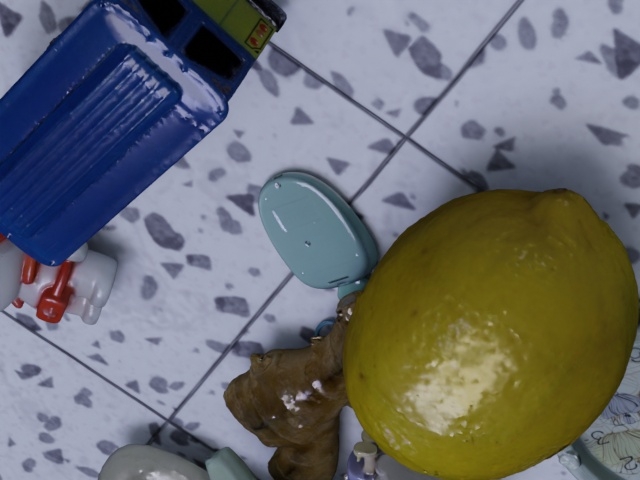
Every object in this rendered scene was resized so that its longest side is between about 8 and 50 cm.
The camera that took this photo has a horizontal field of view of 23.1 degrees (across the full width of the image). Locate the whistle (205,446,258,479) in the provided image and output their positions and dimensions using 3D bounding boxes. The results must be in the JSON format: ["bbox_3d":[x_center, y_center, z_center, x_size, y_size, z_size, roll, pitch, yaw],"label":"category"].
[{"bbox_3d":[-0.042,0.324,1.600,0.102,0.106,0.253,-33,90,14],"label":"whistle"}]

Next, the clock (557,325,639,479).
[{"bbox_3d":[0.325,0.161,1.434,0.237,0.053,0.236,10,129,13],"label":"clock"}]

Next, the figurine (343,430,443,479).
[{"bbox_3d":[0.080,0.305,1.605,0.155,0.127,0.235,15,131,-1],"label":"figurine"}]

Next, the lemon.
[{"bbox_3d":[0.143,0.081,1.326,0.236,0.236,0.263,41,140,-12],"label":"lemon"}]

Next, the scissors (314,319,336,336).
[{"bbox_3d":[0.039,0.077,1.513,0.058,0.014,0.119,33,136,-6],"label":"scissors"}]

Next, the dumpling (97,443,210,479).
[{"bbox_3d":[-0.121,0.371,1.702,0.243,0.187,0.318,-7,119,29],"label":"dumpling"}]

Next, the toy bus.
[{"bbox_3d":[-0.179,-0.122,1.336,0.138,0.175,0.288,42,131,-13],"label":"toy bus"}]

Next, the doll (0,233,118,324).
[{"bbox_3d":[-0.348,0.007,1.541,0.290,0.129,0.161,18,147,-11],"label":"doll"}]

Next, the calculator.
[{"bbox_3d":[0.000,0.000,1.462,0.095,0.021,0.153,-18,115,34],"label":"calculator"}]

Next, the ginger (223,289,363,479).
[{"bbox_3d":[-0.004,0.144,1.536,0.148,0.081,0.333,32,137,-2],"label":"ginger"}]
